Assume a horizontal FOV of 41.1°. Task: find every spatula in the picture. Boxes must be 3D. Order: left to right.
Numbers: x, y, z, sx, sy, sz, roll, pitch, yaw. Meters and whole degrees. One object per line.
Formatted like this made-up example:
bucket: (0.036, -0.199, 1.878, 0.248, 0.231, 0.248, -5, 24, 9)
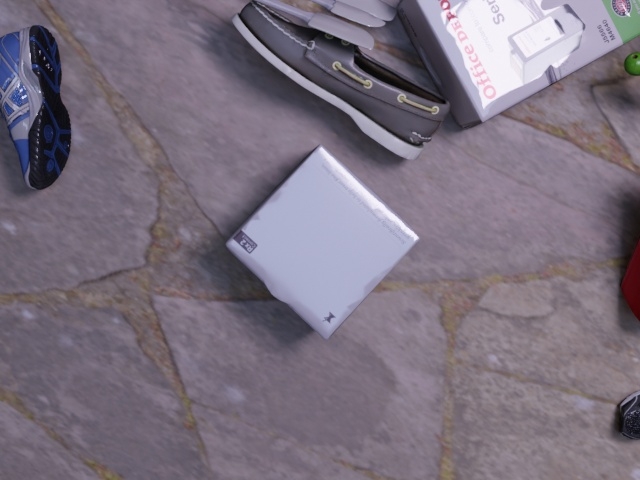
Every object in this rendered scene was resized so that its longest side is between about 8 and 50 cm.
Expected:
spatula: (-0.027, -0.318, 1.099, 0.242, 0.168, 0.019, 22, 130, 4)

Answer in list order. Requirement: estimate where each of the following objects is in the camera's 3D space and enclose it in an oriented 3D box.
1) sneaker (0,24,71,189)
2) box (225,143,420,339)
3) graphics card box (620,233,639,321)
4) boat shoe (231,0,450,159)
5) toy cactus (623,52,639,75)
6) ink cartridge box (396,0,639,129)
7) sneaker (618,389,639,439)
sneaker: (-0.383, -0.170, 1.119, 0.081, 0.080, 0.211, -3, 90, 14)
box: (0.000, 0.000, 1.122, 0.181, 0.119, 0.182, 43, 90, -5)
graphics card box: (0.614, 0.005, 1.120, 0.371, 0.094, 0.232, 0, 130, -5)
boat shoe: (0.029, -0.225, 1.109, 0.305, 0.109, 0.091, 34, 113, -11)
toy cactus: (0.504, -0.217, 1.093, 0.219, 0.112, 0.180, -18, 106, -15)
ink cartridge box: (0.269, -0.298, 1.125, 0.273, 0.115, 0.198, -30, 95, -2)
sneaker: (0.507, 0.241, 1.188, 0.178, 0.077, 0.072, -11, 92, -2)
